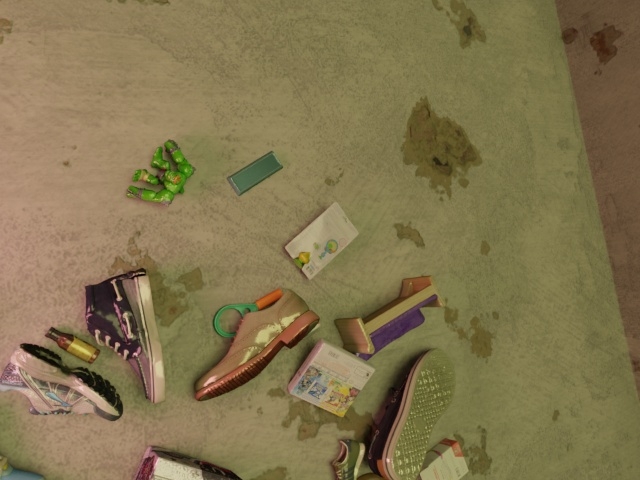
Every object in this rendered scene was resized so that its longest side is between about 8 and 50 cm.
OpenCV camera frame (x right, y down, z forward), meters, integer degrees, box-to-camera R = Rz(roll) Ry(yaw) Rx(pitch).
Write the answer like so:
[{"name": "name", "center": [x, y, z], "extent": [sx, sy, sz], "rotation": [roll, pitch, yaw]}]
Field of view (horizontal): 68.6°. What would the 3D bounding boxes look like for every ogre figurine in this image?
[{"name": "ogre figurine", "center": [-0.429, -0.178, 1.296], "extent": [0.118, 0.097, 0.197], "rotation": [31, 50, -2]}]

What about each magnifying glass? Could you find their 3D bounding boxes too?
[{"name": "magnifying glass", "center": [-0.209, 0.206, 1.385], "extent": [0.230, 0.026, 0.092], "rotation": [-27, 95, -32]}]

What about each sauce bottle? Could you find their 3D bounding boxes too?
[{"name": "sauce bottle", "center": [-0.602, 0.252, 1.138], "extent": [0.128, 0.042, 0.042], "rotation": [39, 64, -20]}]

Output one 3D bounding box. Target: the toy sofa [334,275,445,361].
[{"name": "toy sofa", "center": [0.243, 0.267, 1.561], "extent": [0.362, 0.150, 0.177], "rotation": [-24, 92, -31]}]

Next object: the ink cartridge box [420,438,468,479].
[{"name": "ink cartridge box", "center": [0.404, 0.783, 1.604], "extent": [0.198, 0.067, 0.115], "rotation": [-19, 90, -33]}]

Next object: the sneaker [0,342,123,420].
[{"name": "sneaker", "center": [-0.603, 0.358, 1.100], "extent": [0.283, 0.110, 0.122], "rotation": [38, 82, -16]}]

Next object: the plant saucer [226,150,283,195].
[{"name": "plant saucer", "center": [-0.200, -0.214, 1.474], "extent": [0.192, 0.018, 0.067], "rotation": [-39, 101, -31]}]

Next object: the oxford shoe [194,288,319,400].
[{"name": "oxford shoe", "center": [-0.196, 0.293, 1.323], "extent": [0.397, 0.140, 0.146], "rotation": [-34, 71, -20]}]

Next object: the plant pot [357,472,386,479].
[{"name": "plant pot", "center": [0.161, 0.859, 1.470], "extent": [0.236, 0.032, 0.237], "rotation": [6, 79, -29]}]

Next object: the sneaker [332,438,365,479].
[{"name": "sneaker", "center": [0.069, 0.704, 1.433], "extent": [0.086, 0.064, 0.192], "rotation": [26, 68, -16]}]

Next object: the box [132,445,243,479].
[{"name": "box", "center": [-0.334, 0.634, 1.163], "extent": [0.247, 0.142, 0.164], "rotation": [30, 68, -23]}]

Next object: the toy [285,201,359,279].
[{"name": "toy", "center": [0.000, 0.000, 1.527], "extent": [0.237, 0.056, 0.137], "rotation": [-43, 107, -24]}]

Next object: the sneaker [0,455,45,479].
[{"name": "sneaker", "center": [-0.723, 0.441, 0.986], "extent": [0.318, 0.127, 0.208], "rotation": [21, 72, -26]}]

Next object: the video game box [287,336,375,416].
[{"name": "video game box", "center": [0.035, 0.418, 1.427], "extent": [0.205, 0.048, 0.187], "rotation": [32, 93, -21]}]

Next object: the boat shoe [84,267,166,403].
[{"name": "boat shoe", "center": [-0.488, 0.248, 1.171], "extent": [0.158, 0.127, 0.341], "rotation": [-9, 77, -24]}]

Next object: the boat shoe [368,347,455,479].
[{"name": "boat shoe", "center": [0.301, 0.557, 1.544], "extent": [0.187, 0.156, 0.500], "rotation": [46, 50, -9]}]

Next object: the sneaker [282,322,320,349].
[{"name": "sneaker", "center": [-0.077, 0.280, 1.440], "extent": [0.157, 0.061, 0.065], "rotation": [-24, 66, -32]}]
